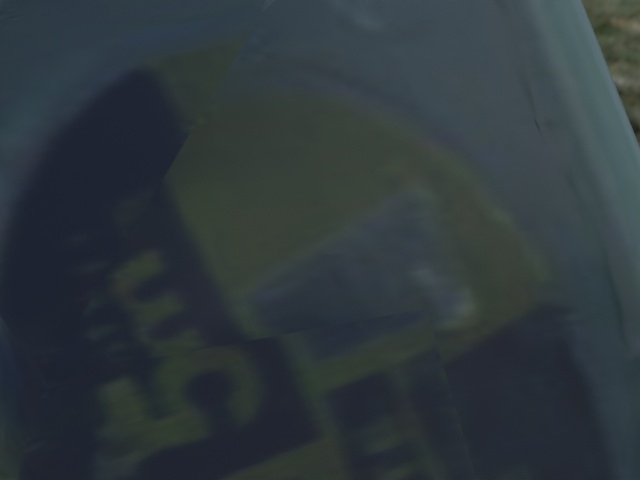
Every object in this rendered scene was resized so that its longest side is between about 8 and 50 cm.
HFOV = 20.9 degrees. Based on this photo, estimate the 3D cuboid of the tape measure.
[{"bbox_3d":[-0.036,0.030,0.400,0.138,0.262,0.259,-128,-167,-79],"label":"tape measure"}]
